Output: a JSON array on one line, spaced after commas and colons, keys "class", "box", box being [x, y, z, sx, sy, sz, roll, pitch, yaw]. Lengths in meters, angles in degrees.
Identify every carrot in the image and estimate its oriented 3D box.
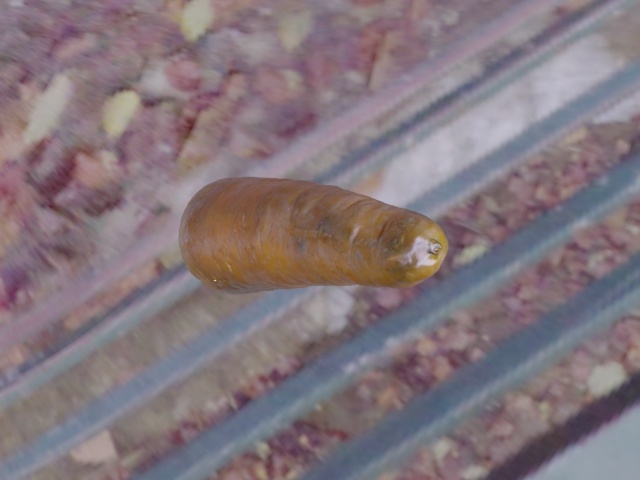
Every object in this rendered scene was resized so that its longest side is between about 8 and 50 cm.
[{"class": "carrot", "box": [0.000, 0.000, 0.830, 0.061, 0.209, 0.061, -1, 91, -26]}]
